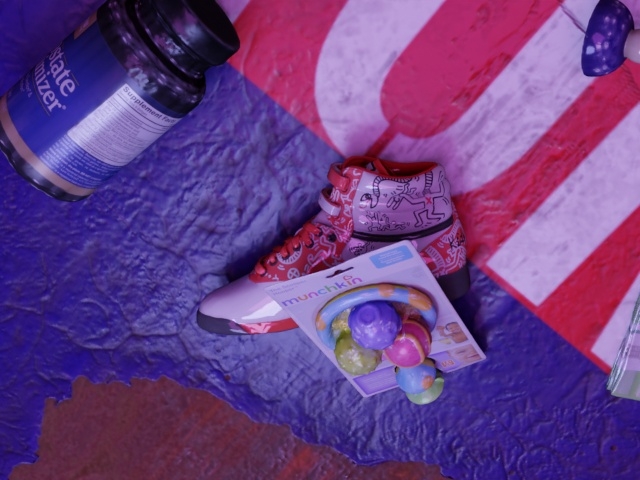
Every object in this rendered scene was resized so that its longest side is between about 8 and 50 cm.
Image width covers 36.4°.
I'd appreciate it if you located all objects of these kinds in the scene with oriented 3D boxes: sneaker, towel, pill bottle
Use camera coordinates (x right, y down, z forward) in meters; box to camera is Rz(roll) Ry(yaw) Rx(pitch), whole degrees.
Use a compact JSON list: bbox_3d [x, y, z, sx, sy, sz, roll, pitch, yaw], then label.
[{"bbox_3d":[0.001,-0.001,0.930,0.270,0.090,0.145,-10,106,7],"label":"sneaker"},{"bbox_3d":[0.355,0.097,0.946,0.113,0.023,0.152,14,110,4],"label":"towel"},{"bbox_3d":[-0.184,-0.143,0.888,0.219,0.123,0.123,-37,100,17],"label":"pill bottle"}]

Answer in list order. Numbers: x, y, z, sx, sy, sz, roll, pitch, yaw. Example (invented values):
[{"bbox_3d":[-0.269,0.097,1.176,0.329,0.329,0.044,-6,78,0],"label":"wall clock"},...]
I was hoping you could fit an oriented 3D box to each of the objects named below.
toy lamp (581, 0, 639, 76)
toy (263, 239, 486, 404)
[{"bbox_3d":[0.354,-0.135,0.785,0.274,0.080,0.080,19,112,29],"label":"toy lamp"},{"bbox_3d":[0.062,0.097,0.900,0.137,0.056,0.237,-20,145,15],"label":"toy"}]
